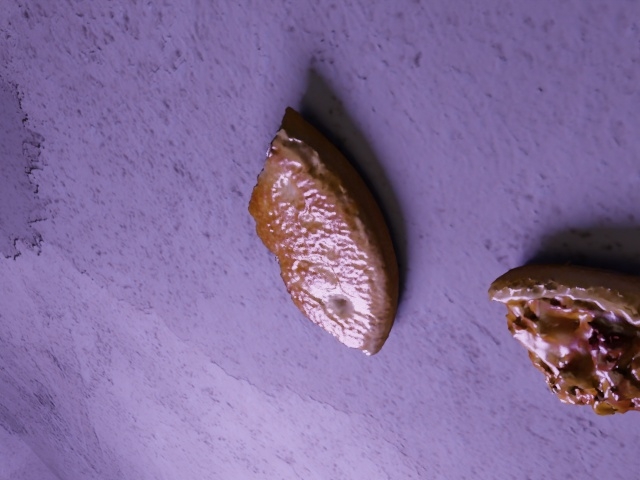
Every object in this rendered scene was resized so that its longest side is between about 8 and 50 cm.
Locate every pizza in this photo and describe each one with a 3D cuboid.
[{"bbox_3d":[0.270,0.114,0.500,0.306,0.085,0.161,27,135,19],"label":"pizza"},{"bbox_3d":[0.006,0.002,0.629,0.134,0.056,0.271,-15,113,40],"label":"pizza"}]
